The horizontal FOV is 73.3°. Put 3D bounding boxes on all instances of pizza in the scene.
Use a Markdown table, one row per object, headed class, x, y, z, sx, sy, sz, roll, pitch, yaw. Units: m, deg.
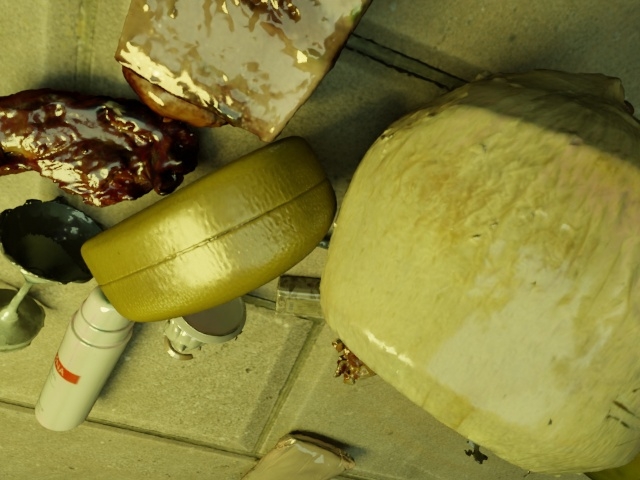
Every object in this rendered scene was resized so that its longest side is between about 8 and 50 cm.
| class | x | y | z | sx | sy | sz | roll | pitch | yaw |
| --- | --- | --- | --- | --- | --- | --- | --- | --- | --- |
| pizza | 0.080 | 0.202 | 0.777 | 0.154 | 0.069 | 0.193 | 16 | 119 | -10 |

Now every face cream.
| class | x | y | z | sx | sy | sz | roll | pitch | yaw |
| --- | --- | --- | --- | --- | --- | --- | --- | --- | --- |
| face cream | -0.410 | 0.204 | 0.760 | 0.102 | 0.102 | 0.345 | 27 | 117 | -16 |

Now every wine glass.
| class | x | y | z | sx | sy | sz | roll | pitch | yaw |
| --- | --- | --- | --- | --- | --- | --- | --- | --- | --- |
| wine glass | -0.443 | 0.064 | 0.657 | 0.156 | 0.156 | 0.232 | 38 | 119 | -21 |

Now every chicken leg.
| class | x | y | z | sx | sy | sz | roll | pitch | yaw |
| --- | --- | --- | --- | --- | --- | --- | --- | --- | --- |
| chicken leg | -0.364 | -0.105 | 0.553 | 0.407 | 0.096 | 0.157 | -13 | 97 | -11 |

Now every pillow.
| class | x | y | z | sx | sy | sz | roll | pitch | yaw |
| --- | --- | --- | --- | --- | --- | --- | --- | --- | --- |
| pillow | -0.066 | 0.538 | 0.985 | 0.173 | 0.067 | 0.270 | 31 | 117 | -11 |

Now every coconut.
| class | x | y | z | sx | sy | sz | roll | pitch | yaw |
| --- | --- | --- | --- | --- | --- | --- | --- | --- | --- |
| coconut | 0.206 | -0.004 | 0.478 | 0.405 | 0.404 | 0.404 | 0 | 121 | 0 |

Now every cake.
| class | x | y | z | sx | sy | sz | roll | pitch | yaw |
| --- | --- | --- | --- | --- | --- | --- | --- | --- | --- |
| cake | -0.071 | -0.223 | 0.442 | 0.199 | 0.196 | 0.293 | 28 | 116 | -18 |

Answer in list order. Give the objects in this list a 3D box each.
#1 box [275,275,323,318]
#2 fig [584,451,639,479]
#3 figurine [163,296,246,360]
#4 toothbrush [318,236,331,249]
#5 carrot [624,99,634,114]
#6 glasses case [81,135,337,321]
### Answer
| class | x | y | z | sx | sy | sz | roll | pitch | yaw |
| --- | --- | --- | --- | --- | --- | --- | --- | --- | --- |
| box | -0.027 | 0.096 | 0.727 | 0.098 | 0.045 | 0.062 | 7 | 121 | -5 |
| fig | 0.497 | 0.244 | 0.673 | 0.344 | 0.343 | 0.343 | 0 | 121 | 0 |
| figurine | -0.210 | 0.144 | 0.724 | 0.132 | 0.132 | 0.153 | 30 | 130 | -17 |
| toothbrush | 0.000 | 0.000 | 0.677 | 0.297 | 0.030 | 0.030 | 15 | 112 | -10 |
| carrot | 0.379 | -0.151 | 0.586 | 0.032 | 0.032 | 0.093 | 38 | 117 | -20 |
| glasses case | -0.153 | 0.007 | 0.541 | 0.371 | 0.173 | 0.141 | -20 | 102 | 32 |
